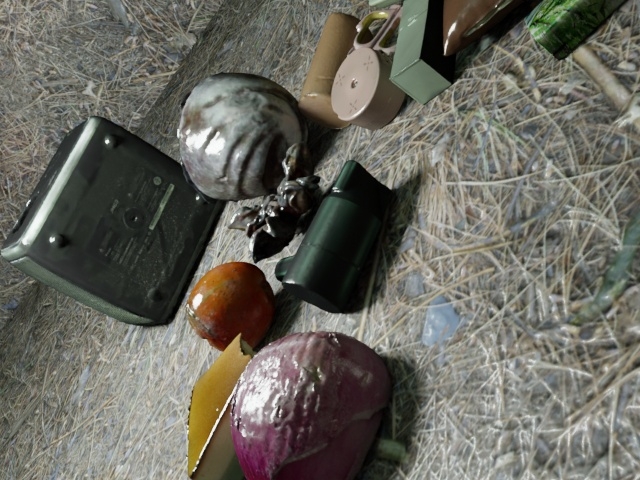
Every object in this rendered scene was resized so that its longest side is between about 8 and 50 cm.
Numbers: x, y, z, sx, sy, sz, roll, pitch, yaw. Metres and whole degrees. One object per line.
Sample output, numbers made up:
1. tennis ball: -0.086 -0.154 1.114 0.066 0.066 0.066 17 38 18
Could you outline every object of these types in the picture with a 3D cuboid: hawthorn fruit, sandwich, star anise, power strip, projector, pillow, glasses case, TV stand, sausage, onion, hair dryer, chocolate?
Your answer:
1. hawthorn fruit: -0.164 0.123 1.569 0.173 0.173 0.172 -42 30 31
2. sandwich: -0.130 0.279 1.391 0.186 0.108 0.220 -47 25 24
3. star anise: -0.072 -0.063 1.618 0.212 0.129 0.282 -47 12 28
4. power strip: 0.095 -0.296 1.628 0.154 0.078 0.154 -26 56 47
5. projector: -0.498 -0.036 2.064 0.242 0.405 0.395 -13 49 55
6. pillow: 0.324 -0.495 1.441 0.308 0.108 0.305 -38 30 38
7. glasses case: 0.418 -0.391 1.209 0.272 0.062 0.095 -44 29 26
8. TV stand: 0.201 -0.388 1.569 0.083 0.088 0.269 -33 36 43
9. sausage: 0.040 -0.368 1.797 0.123 0.123 0.252 -24 42 50
10. onion: -0.052 0.280 1.196 0.267 0.159 0.348 -29 37 51
11. hair dryer: 0.000 0.000 1.497 0.244 0.116 0.302 -63 18 -16
12. chocolate: -0.135 -0.219 1.816 0.213 0.303 0.303 8 68 44

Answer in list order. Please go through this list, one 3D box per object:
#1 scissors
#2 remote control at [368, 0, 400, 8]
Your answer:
1. scissors: 0.175 -0.487 1.757 0.160 0.024 0.317 19 66 37
2. remote control: 0.179 -0.496 1.574 0.090 0.038 0.309 -62 21 -6
